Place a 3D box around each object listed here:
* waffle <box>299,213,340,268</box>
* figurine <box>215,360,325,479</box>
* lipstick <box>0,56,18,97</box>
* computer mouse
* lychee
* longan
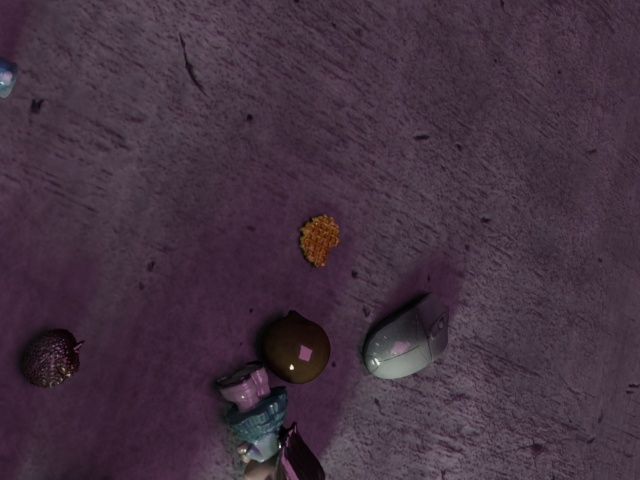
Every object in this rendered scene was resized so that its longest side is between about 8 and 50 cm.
[{"bbox_3d":[0.000,-0.002,1.338,0.085,0.016,0.078,-44,117,-32],"label":"waffle"},{"bbox_3d":[-0.067,0.301,1.223,0.138,0.110,0.246,-31,103,-55],"label":"figurine"},{"bbox_3d":[-0.435,-0.217,0.954,0.158,0.048,0.048,22,75,-38],"label":"lipstick"},{"bbox_3d":[0.168,0.169,1.443,0.229,0.068,0.113,-27,108,-37],"label":"computer mouse"},{"bbox_3d":[-0.331,0.146,1.022,0.083,0.067,0.068,-31,81,-13],"label":"lychee"},{"bbox_3d":[-0.038,0.163,1.256,0.113,0.092,0.113,6,73,-21],"label":"longan"}]
